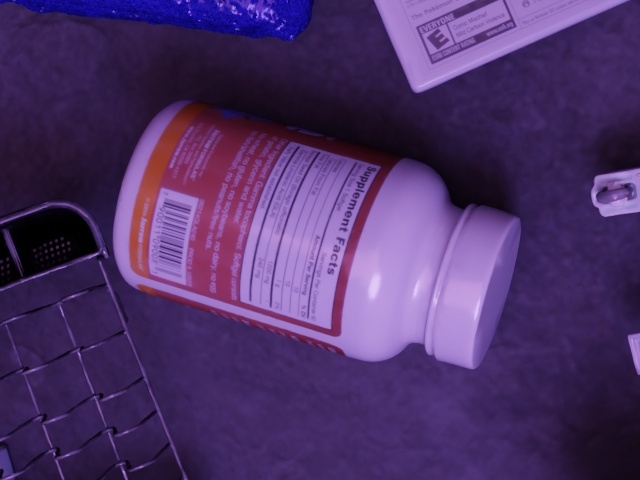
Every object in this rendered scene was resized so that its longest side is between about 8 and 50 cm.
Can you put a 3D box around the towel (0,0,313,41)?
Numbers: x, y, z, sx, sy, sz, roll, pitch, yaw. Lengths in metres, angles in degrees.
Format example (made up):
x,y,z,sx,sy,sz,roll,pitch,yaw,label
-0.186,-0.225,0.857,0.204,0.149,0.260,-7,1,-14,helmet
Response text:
x,y,z,sx,sy,sz,roll,pitch,yaw,label
-0.099,-0.282,0.849,0.228,0.076,0.308,9,99,17,towel

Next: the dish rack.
x,y,z,sx,sy,sz,roll,pitch,yaw,label
-0.186,0.131,0.860,0.208,0.074,0.271,-21,91,0,dish rack

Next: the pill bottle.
x,y,z,sx,sy,sz,roll,pitch,yaw,label
0.000,0.000,0.829,0.216,0.121,0.121,17,101,15,pill bottle

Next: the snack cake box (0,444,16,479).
x,y,z,sx,sy,sz,roll,pitch,yaw,label
-0.261,0.286,0.963,0.152,0.089,0.264,-13,93,17,snack cake box

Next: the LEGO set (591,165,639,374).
x,y,z,sx,sy,sz,roll,pitch,yaw,label
0.238,0.090,0.796,0.132,0.107,0.287,5,105,52,LEGO set

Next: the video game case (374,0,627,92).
x,y,z,sx,sy,sz,roll,pitch,yaw,label
0.108,-0.206,0.796,0.201,0.023,0.183,-23,92,6,video game case
